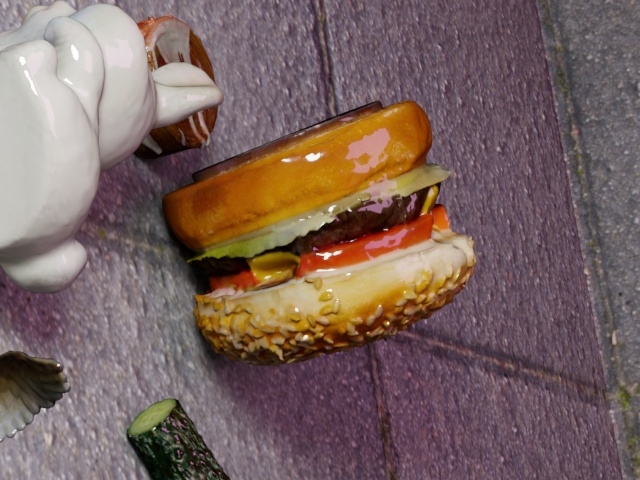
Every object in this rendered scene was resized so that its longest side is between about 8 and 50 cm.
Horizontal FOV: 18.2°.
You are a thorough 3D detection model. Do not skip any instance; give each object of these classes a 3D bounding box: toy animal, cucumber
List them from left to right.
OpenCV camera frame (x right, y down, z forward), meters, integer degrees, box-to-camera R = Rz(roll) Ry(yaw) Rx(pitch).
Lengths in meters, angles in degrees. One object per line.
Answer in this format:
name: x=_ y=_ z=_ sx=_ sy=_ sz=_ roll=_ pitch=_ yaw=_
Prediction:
toy animal: x=-0.322 y=0.162 z=1.695 sx=0.197 sy=0.272 sz=0.160 roll=41 pitch=41 yaw=13
toy animal: x=-0.244 y=-0.106 z=1.937 sx=0.367 sy=0.196 sz=0.241 roll=-49 pitch=127 yaw=-60
cucumber: x=-0.112 y=0.291 z=2.132 sx=0.293 sy=0.067 sz=0.067 roll=61 pitch=28 yaw=-29

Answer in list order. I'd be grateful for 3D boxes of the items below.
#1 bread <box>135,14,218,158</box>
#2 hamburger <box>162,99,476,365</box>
bread: x=-0.181 y=-0.172 z=2.247 sx=0.160 sy=0.073 sz=0.160 roll=35 pitch=48 yaw=-51
hamburger: x=0.000 y=0.000 z=2.236 sx=0.250 sy=0.330 sz=0.330 roll=68 pitch=25 yaw=-3
